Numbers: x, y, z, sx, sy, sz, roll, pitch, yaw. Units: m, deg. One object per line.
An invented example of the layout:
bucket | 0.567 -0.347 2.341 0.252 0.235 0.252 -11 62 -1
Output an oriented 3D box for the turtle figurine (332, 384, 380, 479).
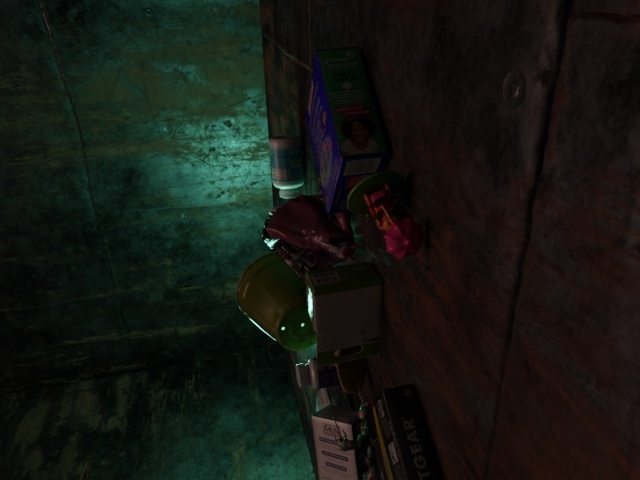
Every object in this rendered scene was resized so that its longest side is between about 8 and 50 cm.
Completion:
turtle figurine | 0.126 0.533 1.303 0.118 0.175 0.234 -6 106 43

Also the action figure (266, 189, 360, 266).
action figure | 0.000 0.000 1.468 0.370 0.248 0.276 33 172 43

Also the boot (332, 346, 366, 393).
boot | 0.078 0.393 1.553 0.203 0.095 0.262 101 161 -56

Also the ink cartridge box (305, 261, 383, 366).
ink cartridge box | 0.062 0.201 1.273 0.097 0.188 0.255 -118 23 -58

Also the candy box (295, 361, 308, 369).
candy box | -0.006 0.515 1.870 0.196 0.164 0.070 114 149 -70

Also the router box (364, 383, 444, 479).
router box | 0.195 0.520 1.085 0.243 0.080 0.309 100 160 -56

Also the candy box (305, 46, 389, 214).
candy box | 0.054 -0.270 1.193 0.268 0.122 0.317 106 153 -66

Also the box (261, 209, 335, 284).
box | -0.084 0.052 1.775 0.322 0.079 0.257 46 166 3

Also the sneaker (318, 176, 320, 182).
sneaker | 0.038 -0.247 1.419 0.083 0.084 0.215 -132 29 -54

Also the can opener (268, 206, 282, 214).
can opener | -0.117 -0.050 1.952 0.283 0.075 0.095 46 -144 -49

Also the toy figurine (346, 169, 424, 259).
toy figurine | 0.148 -0.029 0.960 0.159 0.130 0.173 65 -177 29

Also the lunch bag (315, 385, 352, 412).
lunch bag | 0.065 0.676 1.760 0.279 0.107 0.224 -112 24 -46

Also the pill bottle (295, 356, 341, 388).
pill bottle | 0.009 0.479 1.719 0.112 0.186 0.112 173 90 -78

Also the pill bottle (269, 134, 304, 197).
pill bottle | -0.146 -0.326 2.093 0.146 0.146 0.264 -125 30 -67

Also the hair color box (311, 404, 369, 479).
hair color box | 0.084 0.731 1.527 0.173 0.105 0.348 -5 93 40

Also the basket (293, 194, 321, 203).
basket | -0.048 -0.090 1.844 0.103 0.113 0.167 129 133 -69

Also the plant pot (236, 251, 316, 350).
plant pot | -0.141 0.286 2.049 0.353 0.366 0.367 -138 40 -56
